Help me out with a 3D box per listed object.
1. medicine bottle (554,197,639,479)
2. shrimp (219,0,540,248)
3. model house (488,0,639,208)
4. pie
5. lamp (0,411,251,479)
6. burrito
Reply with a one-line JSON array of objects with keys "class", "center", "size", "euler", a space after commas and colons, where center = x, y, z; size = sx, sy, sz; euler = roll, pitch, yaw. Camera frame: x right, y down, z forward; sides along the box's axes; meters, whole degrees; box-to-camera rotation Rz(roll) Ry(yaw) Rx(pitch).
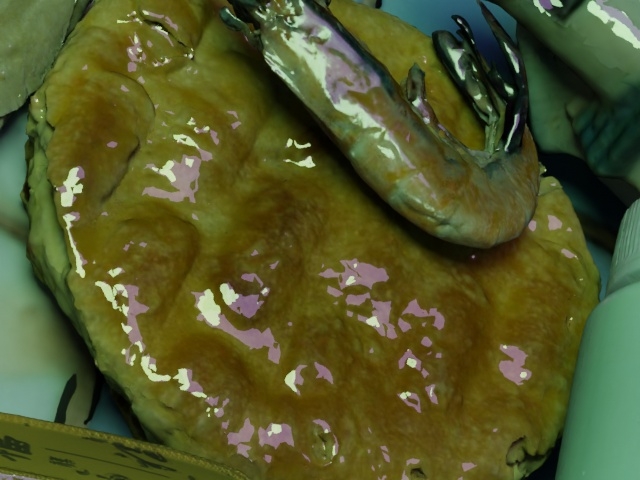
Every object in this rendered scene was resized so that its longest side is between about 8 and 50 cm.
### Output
[{"class": "medicine bottle", "center": [0.191, 0.094, 0.707], "size": [0.139, 0.139, 0.225], "euler": [24, 60, -13]}, {"class": "shrimp", "center": [0.040, -0.094, 0.758], "size": [0.219, 0.046, 0.152], "euler": [43, 45, -5]}, {"class": "model house", "center": [0.232, -0.169, 0.872], "size": [0.284, 0.243, 0.298], "euler": [40, 38, 11]}, {"class": "pie", "center": [0.000, 0.000, 0.761], "size": [0.339, 0.083, 0.340], "euler": [15, 56, -23]}, {"class": "lamp", "center": [-0.109, 0.152, 0.568], "size": [0.185, 0.161, 0.161], "euler": [16, 57, -22]}, {"class": "burrito", "center": [-0.167, -0.099, 0.750], "size": [0.058, 0.045, 0.188], "euler": [32, 52, -12]}]
